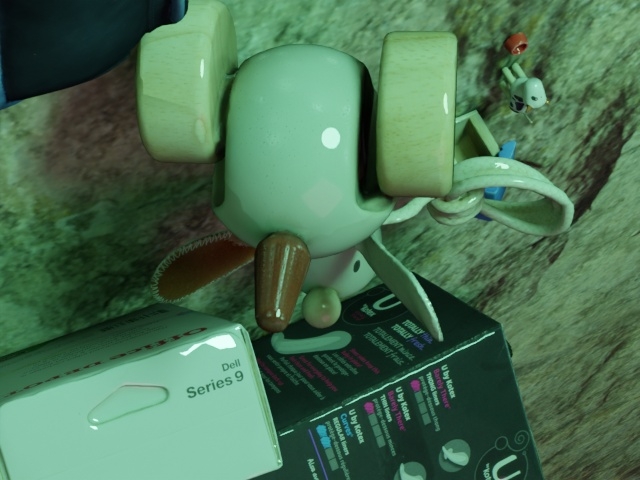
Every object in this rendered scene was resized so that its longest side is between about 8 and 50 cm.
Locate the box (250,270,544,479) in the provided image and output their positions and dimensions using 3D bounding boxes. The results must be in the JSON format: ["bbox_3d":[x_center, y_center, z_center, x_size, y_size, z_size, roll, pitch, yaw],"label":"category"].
[{"bbox_3d":[0.005,0.154,0.979,0.270,0.165,0.143,-24,111,-14],"label":"box"}]

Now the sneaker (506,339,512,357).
[{"bbox_3d":[0.045,0.194,1.177,0.330,0.147,0.130,-38,153,18],"label":"sneaker"}]

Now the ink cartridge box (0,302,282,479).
[{"bbox_3d":[-0.132,0.107,0.795,0.154,0.093,0.212,-18,-175,-18],"label":"ink cartridge box"}]

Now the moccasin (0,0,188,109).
[{"bbox_3d":[-0.082,-0.170,0.429,0.116,0.138,0.342,-22,169,-20],"label":"moccasin"}]

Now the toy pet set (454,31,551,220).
[{"bbox_3d":[0.092,-0.060,0.841,0.122,0.065,0.114,-23,154,-7],"label":"toy pet set"}]

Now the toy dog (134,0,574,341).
[{"bbox_3d":[0.000,0.000,0.718,0.220,0.161,0.333,0,160,26],"label":"toy dog"}]
